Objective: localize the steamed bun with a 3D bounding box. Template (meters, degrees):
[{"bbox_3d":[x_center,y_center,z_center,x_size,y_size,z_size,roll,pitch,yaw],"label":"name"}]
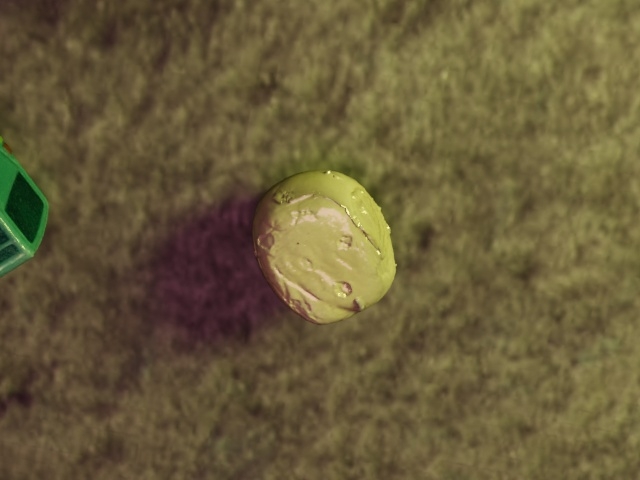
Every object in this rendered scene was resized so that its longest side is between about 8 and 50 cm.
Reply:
[{"bbox_3d":[0.000,0.000,1.540,0.112,0.091,0.130,-26,110,16],"label":"steamed bun"}]

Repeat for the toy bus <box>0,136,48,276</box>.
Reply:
[{"bbox_3d":[-0.368,0.008,1.540,0.256,0.128,0.147,-31,112,13],"label":"toy bus"}]
